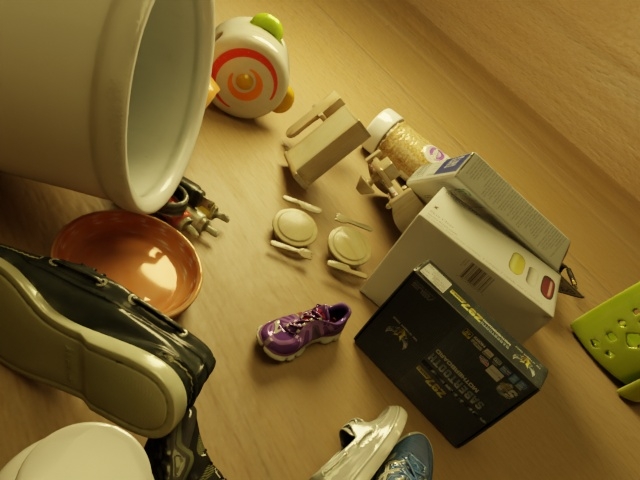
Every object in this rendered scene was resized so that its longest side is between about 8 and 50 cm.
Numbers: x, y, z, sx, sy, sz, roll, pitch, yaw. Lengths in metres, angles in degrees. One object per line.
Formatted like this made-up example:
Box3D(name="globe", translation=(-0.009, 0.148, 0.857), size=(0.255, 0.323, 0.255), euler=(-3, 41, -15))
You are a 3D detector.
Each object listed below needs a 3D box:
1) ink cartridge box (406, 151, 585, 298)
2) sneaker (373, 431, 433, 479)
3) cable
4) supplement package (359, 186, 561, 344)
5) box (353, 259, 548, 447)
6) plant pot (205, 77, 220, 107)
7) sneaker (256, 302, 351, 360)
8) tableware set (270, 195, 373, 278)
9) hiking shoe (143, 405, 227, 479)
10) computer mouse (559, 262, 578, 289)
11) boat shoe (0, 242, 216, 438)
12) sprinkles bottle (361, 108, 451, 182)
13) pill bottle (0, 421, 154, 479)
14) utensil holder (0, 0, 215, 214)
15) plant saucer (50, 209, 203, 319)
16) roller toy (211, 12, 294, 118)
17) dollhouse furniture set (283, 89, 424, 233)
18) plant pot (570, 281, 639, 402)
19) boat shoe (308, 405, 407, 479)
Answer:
Box3D(name="ink cartridge box", translation=(0.350, -0.036, 1.041), size=(0.330, 0.071, 0.324), euler=(40, -1, -7))
Box3D(name="sneaker", translation=(0.104, 0.315, 0.632), size=(0.080, 0.081, 0.211), euler=(37, 35, 7))
Box3D(name="cable", translation=(-0.287, -0.094, 0.828), size=(0.287, 0.072, 0.139), euler=(30, 22, 10))
Box3D(name="supplement package", translation=(0.245, 0.076, 0.906), size=(0.262, 0.204, 0.145), euler=(39, 36, 8))
Box3D(name="box", translation=(0.185, 0.172, 0.769), size=(0.233, 0.183, 0.059), euler=(46, 39, 15))
Box3D(name="plant pot", translation=(-0.300, -0.295, 0.946), size=(0.188, 0.205, 0.205), euler=(39, 33, -20))
Box3D(name="sneaker", translation=(-0.022, 0.123, 0.763), size=(0.170, 0.071, 0.068), euler=(-13, 56, -44))
Box3D(name="tableware set", translation=(0.000, 0.000, 0.951), size=(0.194, 0.039, 0.128), euler=(19, 50, -9))
Box3D(name="hiking shoe", translation=(-0.117, 0.277, 0.521), size=(0.114, 0.086, 0.227), euler=(13, 49, -38))
Box3D(name="computer mouse", translation=(0.544, 0.091, 1.244), size=(0.184, 0.060, 0.262), euler=(28, 25, 0))
Box3D(name="boat shoe", translation=(-0.263, 0.082, 0.559), size=(0.340, 0.127, 0.113), euler=(20, 25, 17))
Box3D(name="sprinkles bottle", translation=(0.268, -0.180, 1.287), size=(0.355, 0.121, 0.121), euler=(42, 37, 11))
Box3D(name="pill bottle", translation=(-0.197, 0.227, 0.391), size=(0.117, 0.215, 0.117), euler=(20, 39, -17))
Box3D(name="utensil holder", translation=(-0.368, -0.238, 0.647), size=(0.385, 0.328, 0.328), euler=(14, 38, -3))
Box3D(name="plant saucer", translation=(-0.264, 0.039, 0.706), size=(0.200, 0.037, 0.200), euler=(21, 39, -18))
Box3D(name="roller toy", translation=(-0.164, -0.374, 1.125), size=(0.191, 0.209, 0.146), euler=(-8, 43, 4))
Box3D(name="dollhouse furniture set", translation=(0.095, -0.111, 1.149), size=(0.355, 0.174, 0.303), euler=(47, 12, -34))
Box3D(name="plant pot", translation=(0.738, 0.221, 1.106), size=(0.227, 0.228, 0.207), euler=(8, 49, -31))
Box3D(name="boat shoe", translation=(0.050, 0.268, 0.668), size=(0.063, 0.066, 0.184), euler=(43, 47, 11))
